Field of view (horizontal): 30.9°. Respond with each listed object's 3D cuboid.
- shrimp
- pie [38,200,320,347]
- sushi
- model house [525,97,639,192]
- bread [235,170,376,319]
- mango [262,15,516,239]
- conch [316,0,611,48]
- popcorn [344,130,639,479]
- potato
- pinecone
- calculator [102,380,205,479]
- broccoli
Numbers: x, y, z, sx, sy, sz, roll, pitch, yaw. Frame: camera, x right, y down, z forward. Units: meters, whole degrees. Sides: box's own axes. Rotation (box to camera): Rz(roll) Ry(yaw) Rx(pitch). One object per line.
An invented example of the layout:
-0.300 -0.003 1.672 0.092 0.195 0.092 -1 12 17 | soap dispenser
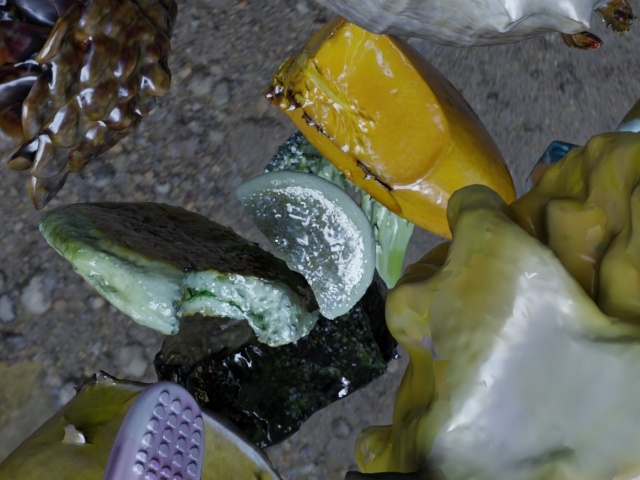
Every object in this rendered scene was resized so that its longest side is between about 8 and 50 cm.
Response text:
0.412 -0.345 1.759 0.053 0.236 0.133 19 117 -26 | shrimp
-0.143 0.024 1.168 0.302 0.302 0.067 18 101 4 | pie
-0.047 0.132 1.507 0.211 0.350 0.171 9 119 52 | sushi
0.288 -0.009 1.153 0.253 0.184 0.291 19 91 -9 | model house
0.001 -0.004 1.295 0.112 0.036 0.193 -28 108 22 | bread
0.076 -0.092 1.026 0.252 0.154 0.126 40 98 -4 | mango
0.100 -0.202 0.654 0.297 0.352 0.210 -27 83 -20 | conch
0.174 0.100 0.583 0.316 0.281 0.297 22 98 21 | popcorn
-0.194 0.351 1.155 0.290 0.296 0.397 1 131 30 | potato
-0.199 -0.147 0.820 0.202 0.229 0.201 -38 86 13 | pinecone
-0.128 0.188 0.883 0.024 0.166 0.103 -5 146 30 | calculator
0.092 -0.089 1.904 0.375 0.302 0.249 6 155 -1 | broccoli
